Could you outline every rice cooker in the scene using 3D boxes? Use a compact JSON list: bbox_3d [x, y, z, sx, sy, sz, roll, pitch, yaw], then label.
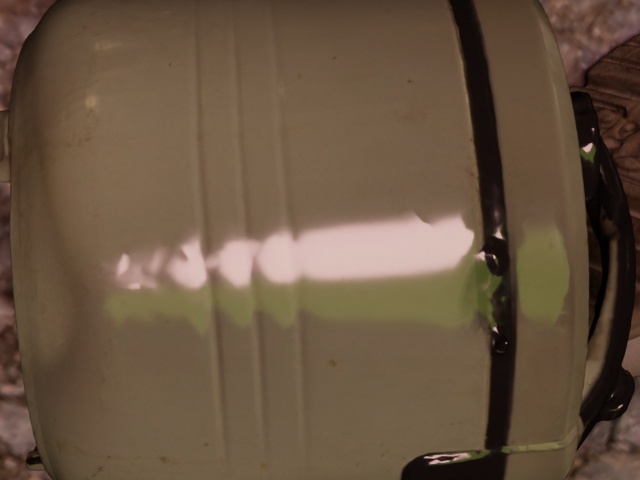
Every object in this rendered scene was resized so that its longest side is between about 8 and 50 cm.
[{"bbox_3d":[0.000,0.000,0.518,0.244,0.226,0.226,-6,110,-1],"label":"rice cooker"}]

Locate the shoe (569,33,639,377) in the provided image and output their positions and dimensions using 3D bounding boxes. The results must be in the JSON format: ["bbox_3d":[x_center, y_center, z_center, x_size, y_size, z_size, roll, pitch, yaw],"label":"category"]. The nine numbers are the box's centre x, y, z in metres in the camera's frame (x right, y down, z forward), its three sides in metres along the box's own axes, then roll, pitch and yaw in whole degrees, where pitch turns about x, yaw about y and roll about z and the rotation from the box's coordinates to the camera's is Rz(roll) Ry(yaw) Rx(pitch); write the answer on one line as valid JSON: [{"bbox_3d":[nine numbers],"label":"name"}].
[{"bbox_3d":[0.257,-0.021,0.630,0.351,0.172,0.198,-34,119,-1],"label":"shoe"}]
